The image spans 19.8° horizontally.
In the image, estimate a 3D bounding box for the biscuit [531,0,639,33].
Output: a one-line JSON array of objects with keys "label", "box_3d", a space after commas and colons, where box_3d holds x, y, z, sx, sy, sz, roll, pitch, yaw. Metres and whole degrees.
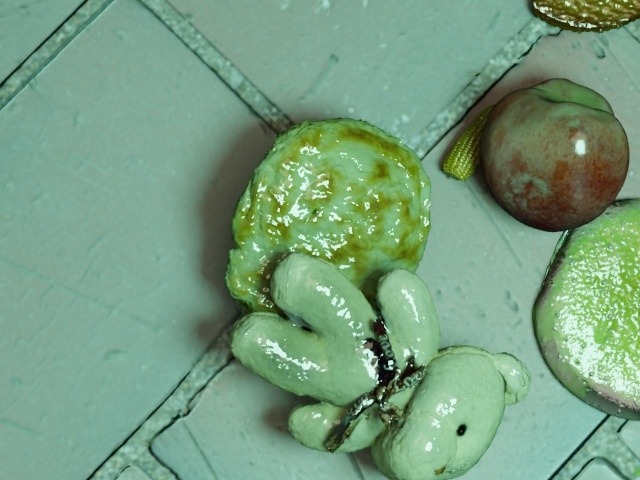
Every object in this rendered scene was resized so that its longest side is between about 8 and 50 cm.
[{"label": "biscuit", "box_3d": [0.307, -0.293, 1.886, 0.126, 0.025, 0.206, 32, 82, -2]}]

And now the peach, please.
[{"label": "peach", "box_3d": [0.235, -0.078, 1.801, 0.152, 0.152, 0.152, 1, 85, -7]}]

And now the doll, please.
[{"label": "doll", "box_3d": [0.049, 0.133, 1.722, 0.278, 0.175, 0.149, 32, 38, -13]}]

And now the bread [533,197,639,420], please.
[{"label": "bread", "box_3d": [0.326, 0.070, 1.851, 0.228, 0.033, 0.228, 0, 86, -6]}]

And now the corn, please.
[{"label": "corn", "box_3d": [0.158, -0.099, 1.846, 0.037, 0.037, 0.092, 38, 83, -2]}]

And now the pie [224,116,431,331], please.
[{"label": "pie", "box_3d": [0.000, 0.000, 1.780, 0.201, 0.090, 0.248, 13, 96, -21]}]
